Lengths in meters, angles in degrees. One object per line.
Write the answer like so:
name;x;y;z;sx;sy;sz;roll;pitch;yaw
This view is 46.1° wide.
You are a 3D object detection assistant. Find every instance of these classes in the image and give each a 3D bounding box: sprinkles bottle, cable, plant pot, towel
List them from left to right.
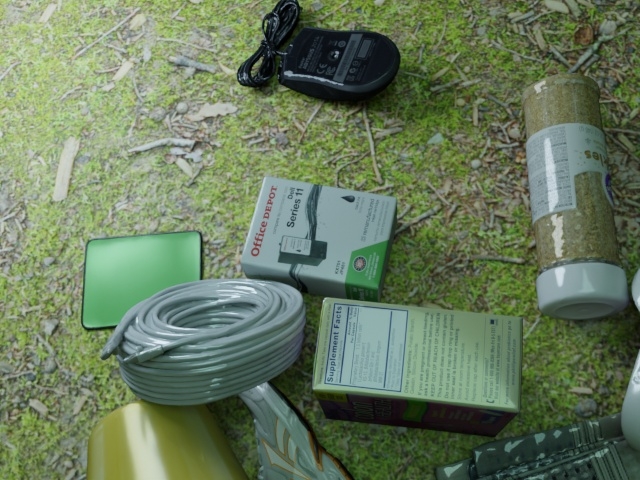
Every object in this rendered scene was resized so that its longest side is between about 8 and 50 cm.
plant pot;-0.188;0.335;0.936;0.254;0.254;0.239;-23;54;-5
cable;-0.144;0.127;1.009;0.257;0.257;0.089;-6;106;-3
sprinkles bottle;0.367;-0.067;1.103;0.121;0.121;0.355;-1;68;5
towel;0.331;0.399;0.957;0.312;0.056;0.324;-16;67;-2

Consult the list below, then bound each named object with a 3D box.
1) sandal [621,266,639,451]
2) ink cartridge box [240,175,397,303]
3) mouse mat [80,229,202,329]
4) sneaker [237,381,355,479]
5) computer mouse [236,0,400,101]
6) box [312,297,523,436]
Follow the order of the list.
sandal;0.470;0.085;1.025;0.102;0.169;0.416;5;53;44
ink cartridge box;0.000;0.000;1.126;0.209;0.087;0.153;10;69;9
mouse mat;-0.277;0.060;1.169;0.190;0.007;0.152;-5;68;4
sneaker;-0.055;0.294;1.012;0.121;0.099;0.262;-39;69;-6
computer mouse;0.012;-0.300;1.260;0.272;0.072;0.188;19;73;25
box;0.123;0.172;0.978;0.243;0.213;0.117;6;69;7
